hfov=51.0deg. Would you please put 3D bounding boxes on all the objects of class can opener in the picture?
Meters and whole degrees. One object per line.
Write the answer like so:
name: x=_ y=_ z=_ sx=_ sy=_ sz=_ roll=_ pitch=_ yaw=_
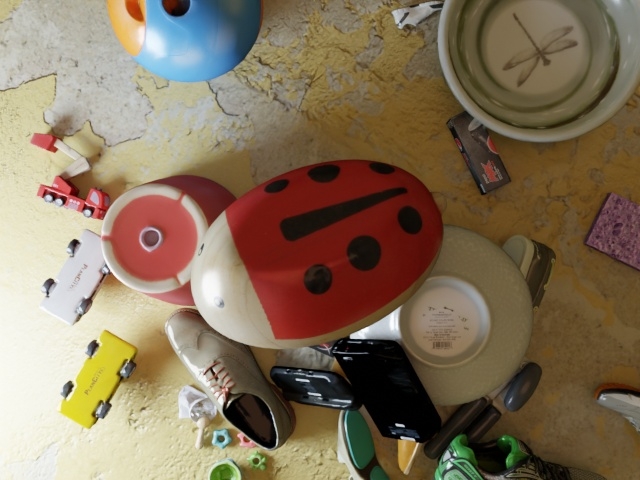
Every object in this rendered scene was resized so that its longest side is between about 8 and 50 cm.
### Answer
can opener: x=0.320 y=0.339 z=1.318 sx=0.076 sy=0.095 sz=0.283 roll=42 pitch=91 yaw=3

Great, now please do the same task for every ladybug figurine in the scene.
ladybug figurine: x=0.000 y=0.000 z=1.090 sx=0.450 sy=0.162 sz=0.305 roll=-24 pitch=66 yaw=-9

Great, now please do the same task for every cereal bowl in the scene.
cereal bowl: x=0.214 y=0.135 z=1.194 sx=0.339 sy=0.141 sz=0.338 roll=0 pitch=89 yaw=4

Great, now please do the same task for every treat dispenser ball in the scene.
treat dispenser ball: x=-0.251 y=-0.444 z=1.263 sx=0.289 sy=0.288 sz=0.287 roll=0 pitch=89 yaw=3

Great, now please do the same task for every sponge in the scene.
sponge: x=0.646 y=0.001 z=1.338 sx=0.210 sy=0.031 sz=0.117 roll=26 pitch=91 yaw=3

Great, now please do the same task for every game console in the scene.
game console: x=0.039 y=0.266 z=1.236 sx=0.044 sy=0.362 sz=0.213 roll=-47 pitch=119 yaw=-38

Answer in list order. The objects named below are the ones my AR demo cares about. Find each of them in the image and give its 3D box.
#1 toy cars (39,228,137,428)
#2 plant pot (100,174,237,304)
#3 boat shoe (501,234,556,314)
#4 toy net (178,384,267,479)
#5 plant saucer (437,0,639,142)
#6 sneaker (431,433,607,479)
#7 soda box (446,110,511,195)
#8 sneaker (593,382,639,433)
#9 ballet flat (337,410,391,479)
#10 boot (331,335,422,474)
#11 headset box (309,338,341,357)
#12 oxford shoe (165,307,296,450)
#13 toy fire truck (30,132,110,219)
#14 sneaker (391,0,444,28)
toy cars: x=-0.464 y=0.176 z=1.371 sx=0.177 sy=0.087 sz=0.393 roll=-11 pitch=85 yaw=-2
plant pot: x=-0.282 y=-0.002 z=1.282 sx=0.275 sy=0.243 sz=0.274 roll=0 pitch=89 yaw=4
boat shoe: x=0.369 y=0.143 z=1.313 sx=0.091 sy=0.109 sz=0.304 roll=17 pitch=98 yaw=-22
toy net: x=-0.210 y=0.394 z=1.370 sx=0.122 sy=0.045 sz=0.232 roll=-31 pitch=88 yaw=2
plant saucer: x=0.426 y=-0.386 z=1.320 sx=0.401 sy=0.100 sz=0.399 roll=0 pitch=89 yaw=2
sneaker: x=0.390 y=0.452 z=1.262 sx=0.344 sy=0.134 sz=0.146 roll=9 pitch=112 yaw=-8
soda box: x=0.317 y=-0.178 z=1.346 sx=0.060 sy=0.053 sz=0.168 roll=-26 pitch=89 yaw=2
sneaker: x=0.653 y=0.367 z=1.303 sx=0.263 sy=0.099 sz=0.120 roll=20 pitch=95 yaw=4
ballet flat: x=0.079 y=0.451 z=1.341 sx=0.086 sy=0.086 sz=0.248 roll=-25 pitch=90 yaw=2
boot: x=0.122 y=0.293 z=1.337 sx=0.212 sy=0.104 sz=0.294 roll=14 pitch=86 yaw=9
headset box: x=-0.011 y=0.050 z=1.332 sx=0.218 sy=0.110 sz=0.293 roll=23 pitch=91 yaw=2
oxford shoe: x=-0.181 y=0.269 z=1.328 sx=0.348 sy=0.130 sz=0.123 roll=44 pitch=92 yaw=3
toy fire truck: x=-0.518 y=-0.133 z=1.393 sx=0.192 sy=0.047 sz=0.135 roll=20 pitch=89 yaw=2
sneaker: x=0.202 y=-0.461 z=1.368 sx=0.109 sy=0.040 sz=0.043 roll=-13 pitch=105 yaw=6
